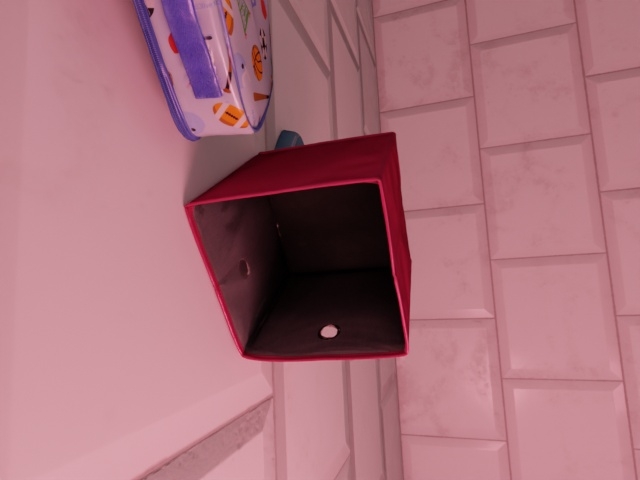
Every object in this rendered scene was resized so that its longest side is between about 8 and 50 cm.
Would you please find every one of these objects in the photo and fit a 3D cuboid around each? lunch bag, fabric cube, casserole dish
[{"bbox_3d":[-0.130,-0.277,0.441,0.243,0.115,0.303,-86,170,-47],"label":"lunch bag"},{"bbox_3d":[0.000,0.000,0.628,0.258,0.254,0.259,-64,145,-61],"label":"fabric cube"},{"bbox_3d":[-0.059,-0.149,0.837,0.114,0.037,0.188,67,26,-44],"label":"casserole dish"}]
